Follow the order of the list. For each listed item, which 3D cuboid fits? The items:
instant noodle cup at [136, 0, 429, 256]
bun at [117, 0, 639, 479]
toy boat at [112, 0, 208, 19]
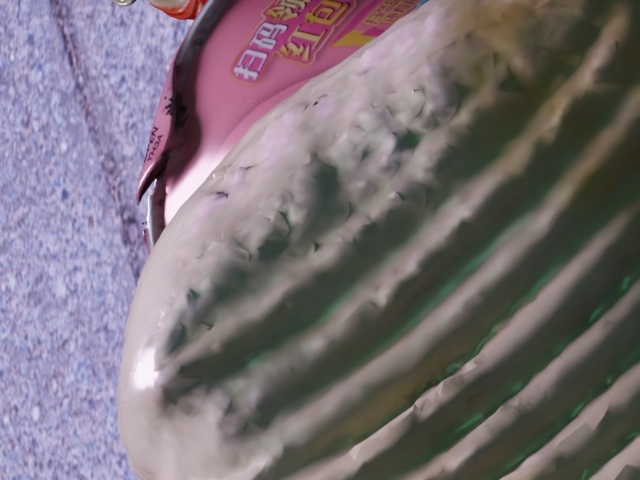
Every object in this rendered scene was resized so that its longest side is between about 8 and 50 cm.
[{"bbox_3d":[0.088,-0.021,0.884,0.255,0.244,0.244,12,100,43],"label":"instant noodle cup"},{"bbox_3d":[0.126,0.078,0.643,0.365,0.219,0.365,-1,87,15],"label":"bun"},{"bbox_3d":[-0.060,-0.175,1.160,0.071,0.089,0.185,41,139,-11],"label":"toy boat"}]
